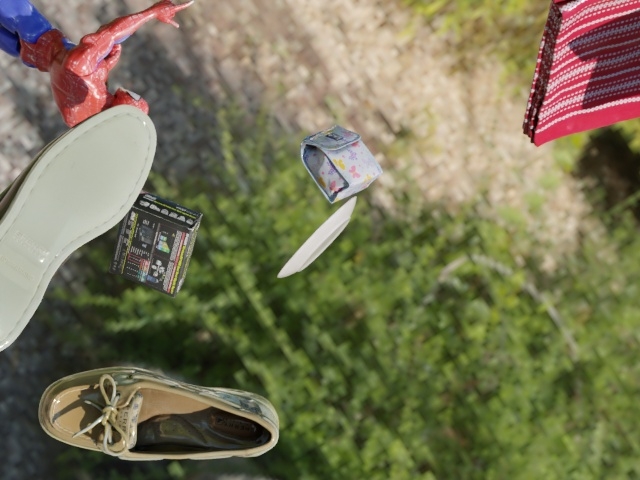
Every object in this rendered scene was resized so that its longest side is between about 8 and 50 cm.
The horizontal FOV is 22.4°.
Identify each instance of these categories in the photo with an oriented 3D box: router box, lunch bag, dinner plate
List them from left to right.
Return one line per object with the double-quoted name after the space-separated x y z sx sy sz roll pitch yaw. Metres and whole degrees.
-0.206 0.003 2.014 0.092 0.122 0.038 22 40 4 "router box"
0.000 0.000 2.008 0.017 0.141 0.141 43 15 6 "dinner plate"
0.022 -0.096 1.928 0.071 0.053 0.083 -23 74 -47 "lunch bag"

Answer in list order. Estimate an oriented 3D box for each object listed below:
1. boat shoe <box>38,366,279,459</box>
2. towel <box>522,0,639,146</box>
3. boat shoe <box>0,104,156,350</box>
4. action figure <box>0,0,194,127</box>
-0.189 0.206 1.897 0.089 0.285 0.104 -164 -104 -86 "boat shoe"
0.331 -0.206 1.787 0.275 0.199 0.031 90 -18 -62 "towel"
-0.216 -0.015 1.238 0.081 0.227 0.069 46 -17 -27 "boat shoe"
-0.220 -0.189 1.386 0.280 0.139 0.091 40 -36 28 "action figure"
